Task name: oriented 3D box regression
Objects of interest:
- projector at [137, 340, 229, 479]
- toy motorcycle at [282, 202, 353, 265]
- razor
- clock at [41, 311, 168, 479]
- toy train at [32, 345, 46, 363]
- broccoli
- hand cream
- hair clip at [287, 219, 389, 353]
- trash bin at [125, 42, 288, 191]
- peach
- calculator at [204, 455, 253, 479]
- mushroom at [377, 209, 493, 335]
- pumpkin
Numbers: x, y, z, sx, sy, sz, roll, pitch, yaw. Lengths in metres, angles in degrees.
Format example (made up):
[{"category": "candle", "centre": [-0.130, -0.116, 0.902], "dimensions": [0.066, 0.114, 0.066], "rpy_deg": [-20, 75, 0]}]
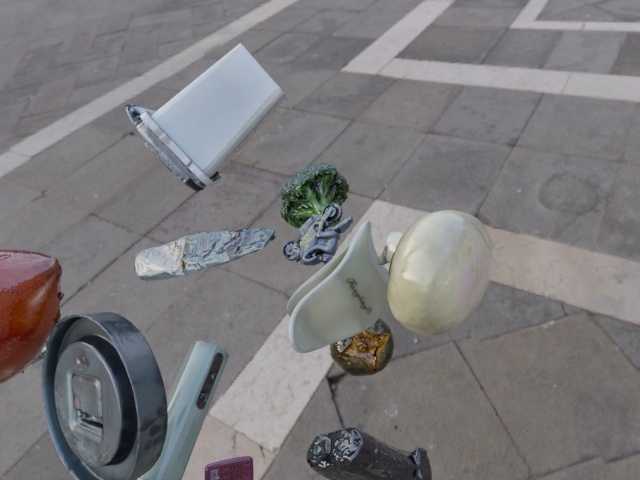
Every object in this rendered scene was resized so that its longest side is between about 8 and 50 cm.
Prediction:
[{"category": "projector", "centre": [-0.324, 0.410, 1.111], "dimensions": [0.108, 0.108, 0.338], "rpy_deg": [4, 50, 17]}, {"category": "toy motorcycle", "centre": [0.000, 0.000, 1.155], "dimensions": [0.193, 0.061, 0.124], "rpy_deg": [-42, 63, 3]}, {"category": "razor", "centre": [0.130, 0.563, 1.180], "dimensions": [0.189, 0.326, 0.107], "rpy_deg": [-29, 44, 35]}, {"category": "clock", "centre": [-0.398, 0.285, 0.845], "dimensions": [0.318, 0.319, 0.066], "rpy_deg": [21, 15, 32]}, {"category": "toy train", "centre": [-0.675, 0.260, 1.181], "dimensions": [0.207, 0.047, 0.043], "rpy_deg": [-27, 58, 9]}, {"category": "broccoli", "centre": [-0.015, -0.137, 1.779], "dimensions": [0.297, 0.298, 0.297], "rpy_deg": [-16, 52, -5]}, {"category": "hand cream", "centre": [-0.191, 0.025, 0.747], "dimensions": [0.247, 0.052, 0.075], "rpy_deg": [-10, 43, 16]}, {"category": "hair clip", "centre": [0.042, 0.110, 0.955], "dimensions": [0.282, 0.173, 0.113], "rpy_deg": [-34, 26, -9]}, {"category": "trash bin", "centre": [-0.297, -0.352, 1.281], "dimensions": [0.367, 0.296, 0.256], "rpy_deg": [-42, 11, 5]}, {"category": "peach", "centre": [-0.702, 0.161, 0.957], "dimensions": [0.361, 0.258, 0.201], "rpy_deg": [-39, -3, 10]}, {"category": "calculator", "centre": [-0.234, 0.642, 1.205], "dimensions": [0.126, 0.191, 0.034], "rpy_deg": [-3, 15, -18]}, {"category": "mushroom", "centre": [0.210, 0.050, 0.893], "dimensions": [0.202, 0.246, 0.246], "rpy_deg": [30, 56, 31]}, {"category": "pumpkin", "centre": [0.148, 0.371, 1.688], "dimensions": [0.237, 0.159, 0.238], "rpy_deg": [1, 83, -9]}]
